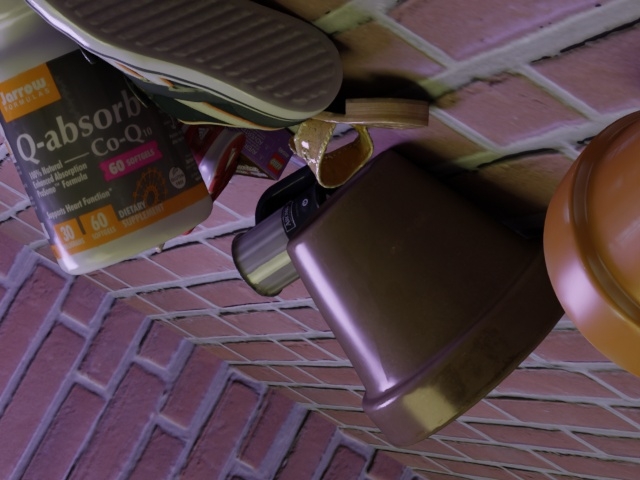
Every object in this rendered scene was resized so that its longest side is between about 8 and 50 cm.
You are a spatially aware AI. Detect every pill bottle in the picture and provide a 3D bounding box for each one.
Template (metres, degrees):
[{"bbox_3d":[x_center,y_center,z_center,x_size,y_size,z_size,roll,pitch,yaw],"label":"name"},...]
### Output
[{"bbox_3d":[-0.224,-0.120,1.449,0.278,0.162,0.162,66,158,-7],"label":"pill bottle"}]

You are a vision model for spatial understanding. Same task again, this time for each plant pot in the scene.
[{"bbox_3d":[0.275,-0.026,1.018,0.205,0.205,0.188,27,152,3],"label":"plant pot"},{"bbox_3d":[0.092,0.040,1.541,0.229,0.263,0.263,46,164,-5],"label":"plant pot"}]

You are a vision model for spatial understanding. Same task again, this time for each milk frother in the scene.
[{"bbox_3d":[0.000,0.000,1.713,0.135,0.129,0.143,-33,119,32],"label":"milk frother"}]

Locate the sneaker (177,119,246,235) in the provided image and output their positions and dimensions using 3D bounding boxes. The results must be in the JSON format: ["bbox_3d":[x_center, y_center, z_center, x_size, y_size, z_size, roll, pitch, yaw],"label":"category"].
[{"bbox_3d":[-0.157,-0.092,1.613,0.128,0.087,0.221,35,152,-1],"label":"sneaker"}]

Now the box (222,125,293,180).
[{"bbox_3d":[-0.187,-0.152,1.705,0.201,0.057,0.293,39,163,-36],"label":"box"}]

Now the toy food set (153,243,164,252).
[{"bbox_3d":[-0.318,-0.112,1.857,0.306,0.092,0.220,38,-177,-20],"label":"toy food set"}]

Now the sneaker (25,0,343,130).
[{"bbox_3d":[-0.145,-0.186,1.351,0.321,0.126,0.127,29,161,-13],"label":"sneaker"}]

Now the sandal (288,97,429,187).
[{"bbox_3d":[0.014,-0.089,1.444,0.088,0.079,0.240,3,180,-33],"label":"sandal"}]
